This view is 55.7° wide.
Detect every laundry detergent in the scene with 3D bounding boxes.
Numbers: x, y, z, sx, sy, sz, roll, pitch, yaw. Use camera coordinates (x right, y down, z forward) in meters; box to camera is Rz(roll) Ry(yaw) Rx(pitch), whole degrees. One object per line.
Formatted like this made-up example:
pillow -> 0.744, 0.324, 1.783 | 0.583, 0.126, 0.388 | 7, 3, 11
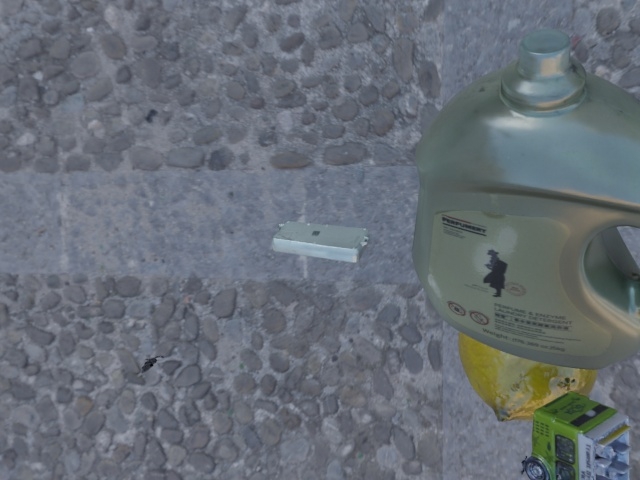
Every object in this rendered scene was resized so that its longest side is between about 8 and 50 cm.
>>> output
laundry detergent -> 0.144, -0.018, 0.398 | 0.181, 0.253, 0.091 | 19, 57, 29

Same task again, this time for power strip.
power strip -> 0.000, 0.000, 1.154 | 0.192, 0.081, 0.035 | 6, 124, 21

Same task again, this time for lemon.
lemon -> 0.358, 0.182, 1.059 | 0.229, 0.228, 0.253 | -13, 68, 14

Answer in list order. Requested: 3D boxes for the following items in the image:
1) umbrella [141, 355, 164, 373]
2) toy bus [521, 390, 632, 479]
umbrella -> -0.274, 0.199, 0.968 | 0.022, 0.122, 0.013 | -4, 90, 0
toy bus -> 0.366, 0.375, 0.833 | 0.139, 0.113, 0.301 | 7, 107, 53
